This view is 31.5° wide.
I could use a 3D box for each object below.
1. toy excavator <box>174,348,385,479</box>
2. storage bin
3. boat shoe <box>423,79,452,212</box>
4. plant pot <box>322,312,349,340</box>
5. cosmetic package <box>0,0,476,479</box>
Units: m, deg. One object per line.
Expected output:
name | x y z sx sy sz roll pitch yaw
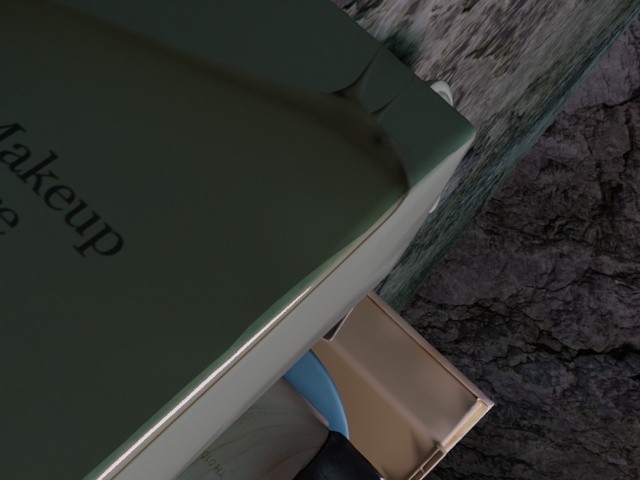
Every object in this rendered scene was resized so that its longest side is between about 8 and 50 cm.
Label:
toy excavator | -0.157 0.236 0.971 0.433 0.222 0.445 -47 179 2
storage bin | 0.006 0.198 1.300 0.260 0.262 0.123 -54 168 33
boat shoe | 0.041 -0.072 0.878 0.305 0.091 0.109 -26 119 -72
plant pot | 0.000 0.000 0.969 0.096 0.109 0.109 -56 178 -38
cosmetic package | -0.108 0.022 0.369 0.309 0.160 0.113 -43 169 -34
